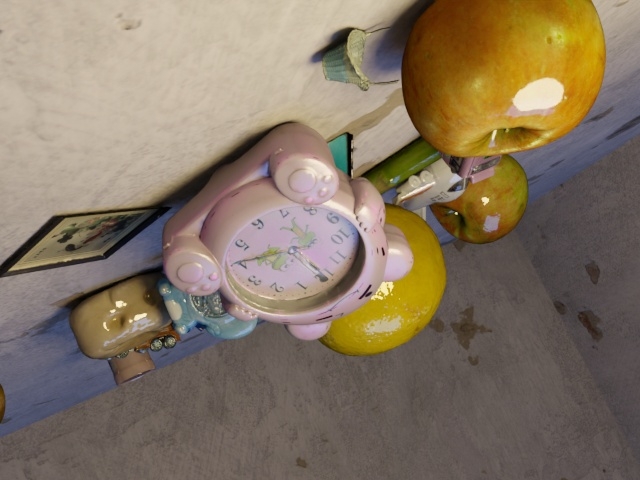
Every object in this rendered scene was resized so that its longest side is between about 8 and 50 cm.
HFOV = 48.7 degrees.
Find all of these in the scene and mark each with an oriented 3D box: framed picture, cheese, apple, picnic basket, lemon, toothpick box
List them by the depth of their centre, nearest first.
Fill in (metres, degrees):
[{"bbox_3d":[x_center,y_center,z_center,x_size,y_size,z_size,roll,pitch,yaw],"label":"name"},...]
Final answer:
[{"bbox_3d":[0.045,-0.204,0.793,0.083,0.065,0.083,-6,170,12],"label":"picnic basket"},{"bbox_3d":[0.207,-0.211,0.823,0.237,0.207,0.237,-6,166,-2],"label":"apple"},{"bbox_3d":[-0.342,-0.001,1.021,0.195,0.010,0.199,-32,168,34],"label":"framed picture"},{"bbox_3d":[-0.385,0.150,1.409,0.218,0.117,0.235,-30,173,17],"label":"cheese"},{"bbox_3d":[0.099,0.076,1.490,0.348,0.348,0.348,-25,170,-4],"label":"lemon"},{"bbox_3d":[-0.460,0.254,1.662,0.098,0.148,0.098,-25,170,-5],"label":"toothpick box"},{"bbox_3d":[0.404,-0.120,1.794,0.226,0.246,0.246,-42,176,-19],"label":"apple"}]

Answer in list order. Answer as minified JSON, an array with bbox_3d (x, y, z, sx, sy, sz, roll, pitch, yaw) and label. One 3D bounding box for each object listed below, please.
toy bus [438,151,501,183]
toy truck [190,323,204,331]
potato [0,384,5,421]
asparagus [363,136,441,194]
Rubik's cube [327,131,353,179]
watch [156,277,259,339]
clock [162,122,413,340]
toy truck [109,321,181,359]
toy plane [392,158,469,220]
[{"bbox_3d":[0.265,-0.190,1.189,0.096,0.108,0.199,-23,155,-12],"label":"toy bus"},{"bbox_3d":[-0.260,0.135,1.563,0.126,0.113,0.208,-49,-179,-33],"label":"toy truck"},{"bbox_3d":[-0.753,0.348,1.421,0.196,0.176,0.369,3,161,-7],"label":"potato"},{"bbox_3d":[0.179,-0.159,1.377,0.278,0.060,0.067,-31,-172,30],"label":"asparagus"},{"bbox_3d":[0.000,0.000,1.240,0.284,0.234,0.250,-28,171,9],"label":"Rubik's cube"},{"bbox_3d":[-0.211,0.081,1.388,0.211,0.211,0.193,-26,-167,1],"label":"watch"},{"bbox_3d":[-0.037,0.009,1.049,0.295,0.113,0.322,-38,128,18],"label":"clock"},{"bbox_3d":[-0.411,0.198,1.577,0.178,0.115,0.080,-8,176,-44],"label":"toy truck"},{"bbox_3d":[0.260,-0.124,1.593,0.245,0.117,0.244,-23,170,-4],"label":"toy plane"}]
